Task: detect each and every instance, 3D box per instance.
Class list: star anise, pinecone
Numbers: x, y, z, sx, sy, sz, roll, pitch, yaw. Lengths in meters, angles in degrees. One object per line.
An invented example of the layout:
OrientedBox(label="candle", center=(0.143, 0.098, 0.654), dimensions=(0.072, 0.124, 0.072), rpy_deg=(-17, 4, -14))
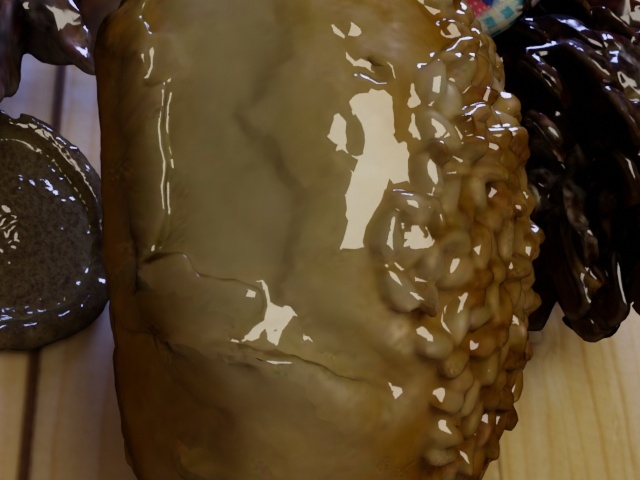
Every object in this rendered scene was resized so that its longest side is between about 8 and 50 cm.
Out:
OrientedBox(label="star anise", center=(-0.228, -0.198, 0.888), dimensions=(0.350, 0.109, 0.292), rpy_deg=(-29, 60, -36))
OrientedBox(label="pinecone", center=(0.188, -0.058, 0.998), dimensions=(0.296, 0.242, 0.298), rpy_deg=(-30, 91, -50))

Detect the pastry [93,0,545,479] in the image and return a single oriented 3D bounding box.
OrientedBox(label="pastry", center=(0.000, 0.000, 0.760), dimensions=(0.245, 0.409, 0.409), rpy_deg=(-2, 62, -2))

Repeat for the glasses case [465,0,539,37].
OrientedBox(label="glasses case", center=(0.060, -0.186, 0.963), dimensions=(0.125, 0.327, 0.076), rpy_deg=(-42, 112, -21))

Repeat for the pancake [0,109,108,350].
OrientedBox(label="pancake", center=(-0.227, -0.015, 0.874), dimensions=(0.199, 0.021, 0.199), rpy_deg=(16, 56, -25))
